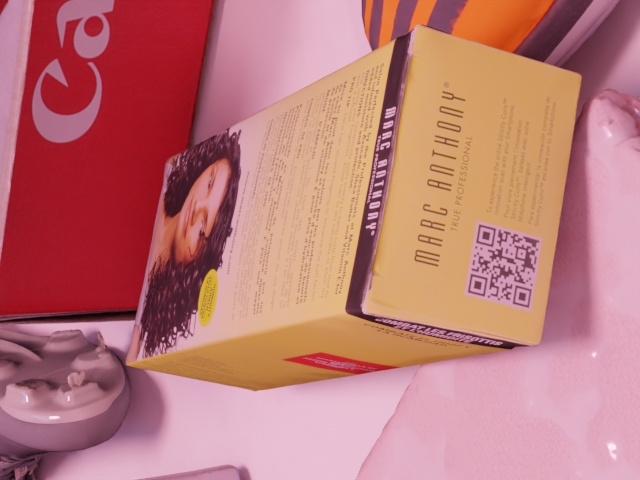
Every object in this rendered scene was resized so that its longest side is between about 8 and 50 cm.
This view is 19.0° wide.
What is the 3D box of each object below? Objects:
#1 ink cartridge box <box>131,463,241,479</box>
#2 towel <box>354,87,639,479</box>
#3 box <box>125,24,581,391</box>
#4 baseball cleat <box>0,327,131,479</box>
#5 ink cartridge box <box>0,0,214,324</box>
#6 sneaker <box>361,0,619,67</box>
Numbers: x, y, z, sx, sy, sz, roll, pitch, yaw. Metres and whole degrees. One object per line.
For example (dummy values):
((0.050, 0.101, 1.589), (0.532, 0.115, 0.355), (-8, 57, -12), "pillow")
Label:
((-0.179, 0.180, 0.839), (0.311, 0.185, 0.065), (-34, 66, 51), "ink cartridge box")
((0.108, 0.172, 0.549), (0.332, 0.053, 0.317), (56, 133, 37), "towel")
((0.000, 0.000, 0.633), (0.232, 0.058, 0.087), (160, 122, -66), "box")
((-0.141, 0.090, 0.901), (0.206, 0.072, 0.109), (15, 118, 58), "baseball cleat")
((-0.125, -0.130, 0.799), (0.272, 0.130, 0.309), (34, 119, 49), "ink cartridge box")
((0.027, -0.192, 0.538), (0.124, 0.180, 0.321), (38, 122, 48), "sneaker")
